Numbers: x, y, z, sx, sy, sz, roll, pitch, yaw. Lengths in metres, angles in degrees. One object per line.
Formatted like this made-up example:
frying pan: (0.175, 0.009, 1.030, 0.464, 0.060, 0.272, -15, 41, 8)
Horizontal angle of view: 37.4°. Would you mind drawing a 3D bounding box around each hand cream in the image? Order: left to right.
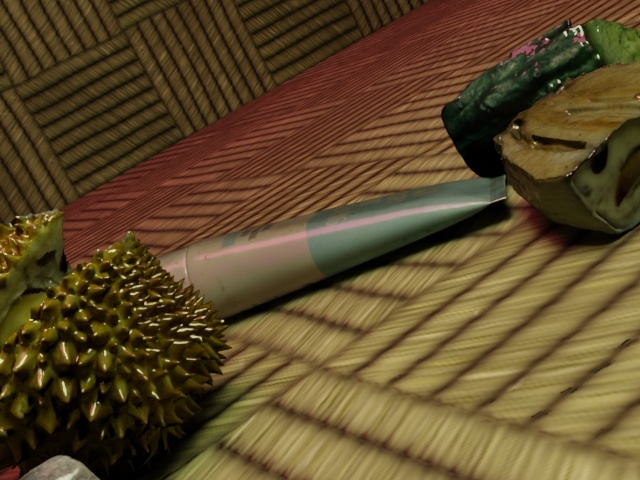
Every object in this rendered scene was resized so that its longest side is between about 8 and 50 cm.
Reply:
hand cream: (0.000, 0.000, 0.768, 0.312, 0.070, 0.111, -20, 7, 13)

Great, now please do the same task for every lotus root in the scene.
lotus root: (0.187, -0.061, 0.628, 0.143, 0.070, 0.144, -36, 19, -8)

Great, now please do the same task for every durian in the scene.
durian: (-0.153, 0.091, 0.611, 0.193, 0.137, 0.237, -15, -25, 18)

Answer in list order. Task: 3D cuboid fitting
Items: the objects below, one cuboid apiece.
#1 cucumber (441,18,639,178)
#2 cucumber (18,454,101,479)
cucumber: (0.199, -0.107, 0.754, 0.193, 0.085, 0.115, -20, -28, 33)
cucumber: (-0.158, 0.165, 0.488, 0.112, 0.064, 0.064, -39, 18, -31)
